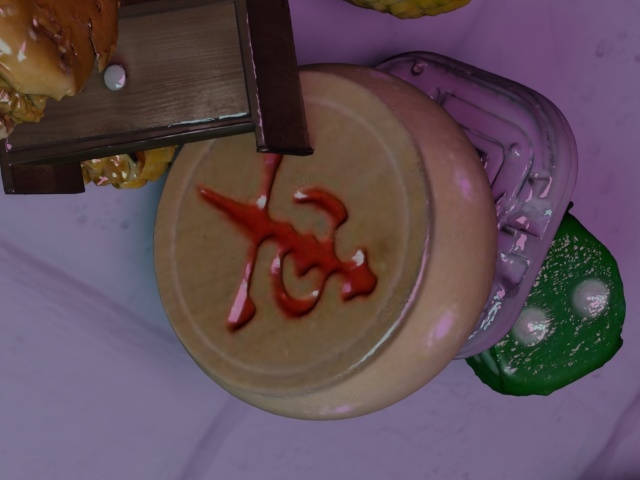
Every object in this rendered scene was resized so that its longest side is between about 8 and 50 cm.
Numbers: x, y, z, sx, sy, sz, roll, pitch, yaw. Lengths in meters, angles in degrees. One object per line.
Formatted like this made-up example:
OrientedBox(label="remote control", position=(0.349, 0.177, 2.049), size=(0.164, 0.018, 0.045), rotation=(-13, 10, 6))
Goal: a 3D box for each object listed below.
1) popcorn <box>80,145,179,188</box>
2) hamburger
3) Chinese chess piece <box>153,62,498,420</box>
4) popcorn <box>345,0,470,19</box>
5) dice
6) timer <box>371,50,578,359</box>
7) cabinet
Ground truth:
OrientedBox(label="popcorn", position=(-0.139, -0.070, 1.260), size=(0.084, 0.084, 0.084), rotation=(-6, 107, -21))
OrientedBox(label="hamburger", position=(-0.197, -0.166, 0.984), size=(0.108, 0.214, 0.214), rotation=(-20, 116, 20))
OrientedBox(label="Chinese chess piece", position=(0.000, 0.000, 1.244), size=(0.097, 0.251, 0.251), rotation=(15, 100, -59))
OrientedBox(label="popcorn", position=(0.064, -0.244, 1.272), size=(0.173, 0.142, 0.173), rotation=(0, 120, 0))
OrientedBox(label="dice", position=(0.155, 0.038, 1.382), size=(0.120, 0.128, 0.131), rotation=(-28, 115, -11))
OrientedBox(label="timer", position=(0.079, -0.028, 1.302), size=(0.069, 0.190, 0.208), rotation=(18, 96, -57))
OrientedBox(label="cabinet", position=(-0.116, -0.146, 1.144), size=(0.174, 0.148, 0.215), rotation=(-8, 92, 11))
